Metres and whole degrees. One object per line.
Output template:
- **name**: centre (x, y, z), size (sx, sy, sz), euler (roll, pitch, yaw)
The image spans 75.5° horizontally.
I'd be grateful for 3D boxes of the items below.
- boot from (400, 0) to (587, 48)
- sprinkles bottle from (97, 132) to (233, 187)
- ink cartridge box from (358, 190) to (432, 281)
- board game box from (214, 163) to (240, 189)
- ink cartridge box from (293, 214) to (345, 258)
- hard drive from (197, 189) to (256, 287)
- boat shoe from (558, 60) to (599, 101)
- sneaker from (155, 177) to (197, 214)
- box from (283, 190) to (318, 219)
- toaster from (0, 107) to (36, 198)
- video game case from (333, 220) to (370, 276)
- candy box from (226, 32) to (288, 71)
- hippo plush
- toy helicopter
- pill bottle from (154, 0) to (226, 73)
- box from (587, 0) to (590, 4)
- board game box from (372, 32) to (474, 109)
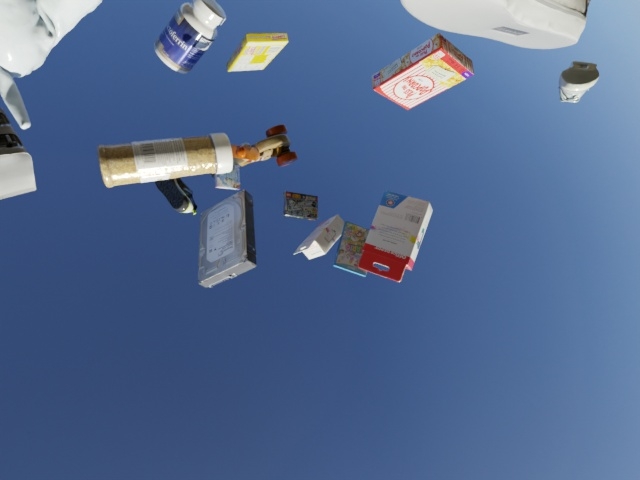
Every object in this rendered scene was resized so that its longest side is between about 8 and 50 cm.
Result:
- **boot**: centre (0.185, -0.279, 0.414), size (0.258, 0.095, 0.123), euler (-7, -73, -35)
- **sprinkles bottle**: centre (-0.441, -0.237, 1.198), size (0.355, 0.121, 0.121), euler (-12, -104, -22)
- **ink cartridge box**: centre (0.207, -0.007, 1.146), size (0.231, 0.134, 0.078), euler (-69, -24, -6)
- **board game box**: centre (-0.322, -0.224, 1.430), size (0.090, 0.020, 0.090), euler (0, -95, -41)
- **ink cartridge box**: centre (0.000, 0.000, 1.521), size (0.067, 0.115, 0.198), euler (50, -124, -12)
- **hard drive**: centre (-0.360, -0.011, 1.575), size (0.064, 0.236, 0.339), euler (40, -147, -49)
- **boat shoe**: centre (0.634, -0.384, 1.023), size (0.079, 0.081, 0.227), euler (21, -140, 26)
- **sneaker**: centre (-0.530, -0.184, 1.527), size (0.235, 0.084, 0.097), euler (58, -163, 20)
- **box**: centre (-0.075, -0.131, 1.577), size (0.137, 0.027, 0.094), euler (7, -106, -25)
- **toaster**: centre (-0.782, -0.201, 0.995), size (0.110, 0.186, 0.168), euler (-23, -113, -40)
- **video game case**: centre (0.119, 0.028, 1.421), size (0.119, 0.015, 0.166), euler (20, -109, -12)
- **candy box**: centre (-0.168, -0.482, 1.066), size (0.105, 0.206, 0.027), euler (-12, -83, -25)
- **hippo plush**: centre (-0.485, -0.362, 0.548), size (0.234, 0.236, 0.294), euler (23, -100, 18)
- **toy helicopter**: centre (-0.275, -0.309, 1.545), size (0.140, 0.355, 0.235), euler (69, -157, -4)
- **pill bottle**: centre (-0.473, -0.758, 1.507), size (0.153, 0.264, 0.153), euler (38, -150, -27)
- **box**: centre (0.506, -0.584, 0.956), size (0.233, 0.044, 0.159), euler (21, -90, -3)
- **board game box**: centre (0.246, -0.402, 1.003), size (0.146, 0.193, 0.045), euler (10, -109, -41)
